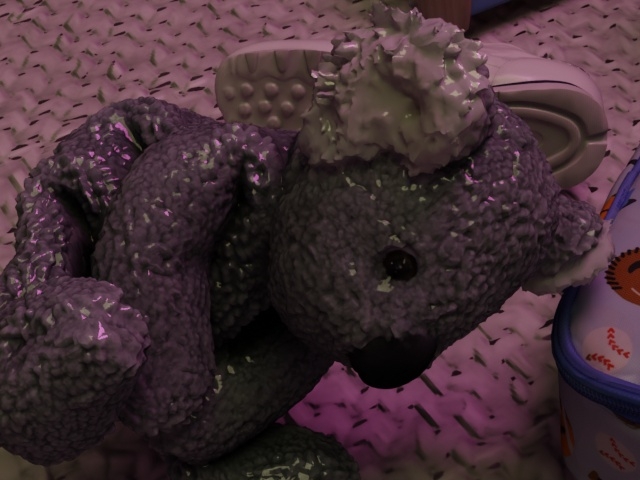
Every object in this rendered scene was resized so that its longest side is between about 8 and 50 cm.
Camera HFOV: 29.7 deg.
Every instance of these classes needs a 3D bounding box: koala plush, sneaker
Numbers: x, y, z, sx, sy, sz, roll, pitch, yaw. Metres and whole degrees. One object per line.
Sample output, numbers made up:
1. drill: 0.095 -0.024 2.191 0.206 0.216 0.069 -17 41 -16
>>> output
1. koala plush: 0.000 0.000 0.511 0.221 0.196 0.203 -24 47 26
2. sneaker: 0.054 -0.084 0.737 0.235 0.090 0.095 8 35 1

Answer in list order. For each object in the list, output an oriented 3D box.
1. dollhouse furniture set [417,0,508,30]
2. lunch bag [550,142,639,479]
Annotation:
1. dollhouse furniture set: 0.208 -0.244 0.710 0.198 0.286 0.303 -26 30 -23
2. lunch bag: 0.262 0.017 0.582 0.243 0.115 0.303 12 46 30
